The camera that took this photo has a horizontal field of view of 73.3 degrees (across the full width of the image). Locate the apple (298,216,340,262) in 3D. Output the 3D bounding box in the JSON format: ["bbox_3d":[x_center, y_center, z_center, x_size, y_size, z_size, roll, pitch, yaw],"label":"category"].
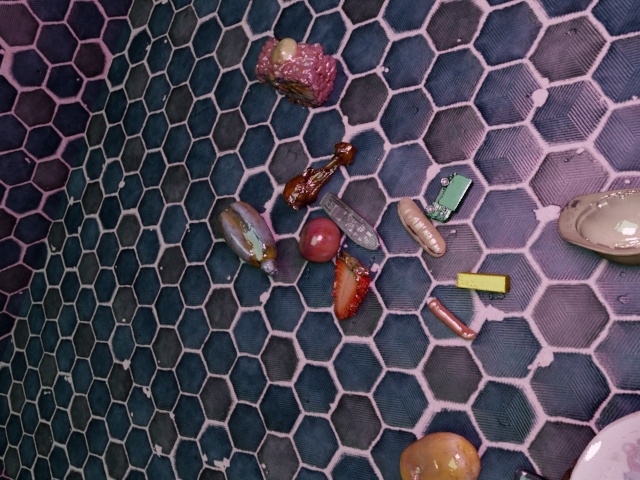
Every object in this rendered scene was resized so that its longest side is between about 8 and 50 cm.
[{"bbox_3d":[0.000,0.000,1.396,0.153,0.120,0.153,-165,90,-75],"label":"apple"}]

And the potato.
[{"bbox_3d":[0.322,0.615,1.167,0.234,0.146,0.150,-42,22,34],"label":"potato"}]

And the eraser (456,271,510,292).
[{"bbox_3d":[0.440,0.111,1.158,0.123,0.097,0.045,3,90,30],"label":"eraser"}]

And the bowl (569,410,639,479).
[{"bbox_3d":[0.711,0.559,0.792,0.436,0.196,0.433,0,87,-6],"label":"bowl"}]

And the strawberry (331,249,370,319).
[{"bbox_3d":[0.096,0.141,1.376,0.167,0.087,0.207,54,139,42],"label":"strawberry"}]

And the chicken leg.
[{"bbox_3d":[0.001,-0.217,1.451,0.304,0.093,0.113,-38,87,14],"label":"chicken leg"}]

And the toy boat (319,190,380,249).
[{"bbox_3d":[0.093,-0.060,1.377,0.260,0.085,0.078,45,107,25],"label":"toy boat"}]

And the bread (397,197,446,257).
[{"bbox_3d":[0.293,-0.040,1.280,0.073,0.053,0.214,-43,68,24],"label":"bread"}]

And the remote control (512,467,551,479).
[{"bbox_3d":[0.591,0.647,1.062,0.222,0.042,0.072,20,94,29],"label":"remote control"}]

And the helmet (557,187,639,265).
[{"bbox_3d":[0.707,-0.013,0.995,0.258,0.137,0.204,2,50,46],"label":"helmet"}]

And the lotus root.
[{"bbox_3d":[-0.243,0.002,1.543,0.158,0.140,0.322,-37,74,-3],"label":"lotus root"}]

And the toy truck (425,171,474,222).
[{"bbox_3d":[0.367,-0.120,1.237,0.079,0.065,0.147,33,101,24],"label":"toy truck"}]

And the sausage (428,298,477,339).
[{"bbox_3d":[0.372,0.227,1.224,0.158,0.036,0.042,40,141,26],"label":"sausage"}]

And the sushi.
[{"bbox_3d":[-0.077,-0.572,1.435,0.270,0.237,0.170,28,92,32],"label":"sushi"}]

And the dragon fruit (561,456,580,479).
[{"bbox_3d":[0.644,0.569,0.966,0.189,0.182,0.182,16,95,-1],"label":"dragon fruit"}]
